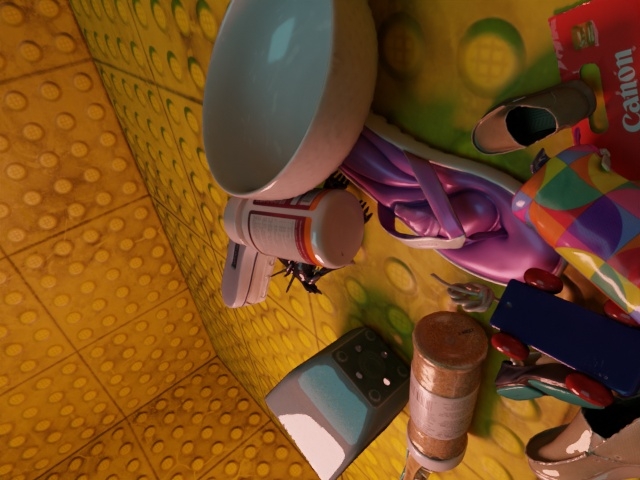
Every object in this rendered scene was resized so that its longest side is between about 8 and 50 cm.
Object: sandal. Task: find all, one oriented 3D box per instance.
[{"bbox_3d":[0.131,-0.055,0.600,0.416,0.102,0.169,39,147,31],"label":"sandal"}]

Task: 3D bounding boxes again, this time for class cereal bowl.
[{"bbox_3d":[-0.039,-0.217,0.605,0.339,0.141,0.338,-10,77,50],"label":"cereal bowl"}]

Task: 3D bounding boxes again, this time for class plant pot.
[{"bbox_3d":[0.065,0.347,0.974,0.248,0.247,0.252,47,133,21],"label":"plant pot"}]

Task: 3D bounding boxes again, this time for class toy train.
[{"bbox_3d":[0.271,0.099,0.515,0.143,0.105,0.248,24,-177,-38],"label":"toy train"}]

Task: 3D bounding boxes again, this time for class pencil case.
[{"bbox_3d":[0.282,0.007,0.370,0.236,0.105,0.104,54,153,29],"label":"pencil case"}]

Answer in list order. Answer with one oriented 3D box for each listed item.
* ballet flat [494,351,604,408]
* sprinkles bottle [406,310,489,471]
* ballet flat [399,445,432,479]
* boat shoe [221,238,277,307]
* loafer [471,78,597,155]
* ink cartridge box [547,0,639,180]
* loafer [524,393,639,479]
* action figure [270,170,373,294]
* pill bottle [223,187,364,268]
[{"bbox_3d":[0.309,0.185,0.577,0.074,0.074,0.203,53,163,10],"label":"ballet flat"},{"bbox_3d":[0.225,0.290,0.774,0.121,0.121,0.355,33,143,39],"label":"sprinkles bottle"},{"bbox_3d":[0.251,0.583,1.076,0.073,0.080,0.232,23,139,26],"label":"ballet flat"},{"bbox_3d":[-0.135,0.005,1.066,0.136,0.157,0.366,33,114,47],"label":"boat shoe"},{"bbox_3d":[0.210,-0.126,0.448,0.056,0.050,0.148,61,160,-4],"label":"loafer"},{"bbox_3d":[0.296,-0.123,0.324,0.225,0.056,0.180,3,120,55],"label":"ink cartridge box"},{"bbox_3d":[0.365,0.248,0.541,0.092,0.102,0.268,53,142,13],"label":"loafer"},{"bbox_3d":[0.000,0.000,0.835,0.164,0.141,0.275,50,136,11],"label":"action figure"},{"bbox_3d":[-0.050,-0.029,0.686,0.221,0.121,0.121,9,126,39],"label":"pill bottle"}]
